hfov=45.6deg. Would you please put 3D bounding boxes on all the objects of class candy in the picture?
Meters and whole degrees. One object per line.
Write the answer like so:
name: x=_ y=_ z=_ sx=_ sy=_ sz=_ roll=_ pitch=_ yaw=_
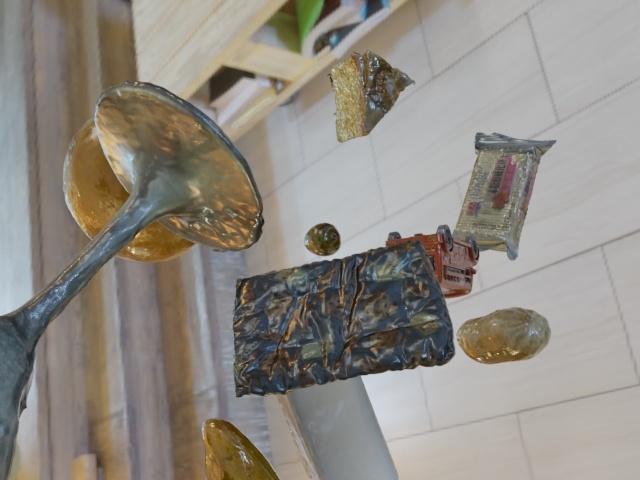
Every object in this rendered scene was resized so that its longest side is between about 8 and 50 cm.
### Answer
candy: x=0.005 y=0.299 z=1.419 sx=0.208 sy=0.145 sz=0.358 roll=175 pitch=74 yaw=-77

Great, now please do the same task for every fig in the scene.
fig: x=0.000 y=0.000 z=1.611 sx=0.088 sy=0.074 sz=0.074 roll=-11 pitch=77 yaw=46

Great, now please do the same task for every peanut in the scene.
peanut: x=0.425 y=0.225 z=1.789 sx=0.224 sy=0.129 sz=0.129 roll=-21 pitch=68 yaw=31

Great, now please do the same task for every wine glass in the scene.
wine glass: x=-0.236 y=0.061 z=0.629 sx=0.267 sy=0.267 sz=0.406 roll=-11 pitch=34 yaw=51

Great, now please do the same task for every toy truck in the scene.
toy truck: x=0.207 y=0.043 z=1.359 sx=0.107 sy=0.253 sz=0.114 roll=-10 pitch=79 yaw=25

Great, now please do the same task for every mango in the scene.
mango: x=-0.134 y=0.417 z=1.307 sx=0.157 sy=0.109 sz=0.262 roll=21 pitch=146 yaw=51

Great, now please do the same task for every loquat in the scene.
loquat: x=-0.275 y=-0.094 z=1.203 sx=0.263 sy=0.263 sz=0.263 roll=-9 pitch=78 yaw=52

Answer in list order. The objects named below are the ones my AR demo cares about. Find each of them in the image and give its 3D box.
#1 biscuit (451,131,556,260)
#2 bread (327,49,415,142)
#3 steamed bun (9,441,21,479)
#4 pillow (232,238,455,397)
biscuit: x=0.387 y=-0.100 z=1.675 sx=0.186 sy=0.079 sz=0.309 roll=10 pitch=72 yaw=34
bread: x=0.072 y=-0.257 z=1.397 sx=0.147 sy=0.127 sz=0.152 roll=-11 pitch=53 yaw=65
steamed bun: x=-0.643 y=0.360 z=1.242 sx=0.232 sy=0.273 sz=0.166 roll=-36 pitch=10 yaw=6
pillow: x=0.021 y=0.089 z=0.896 sx=0.189 sy=0.255 sz=0.034 roll=-98 pitch=-3 yaw=-47
